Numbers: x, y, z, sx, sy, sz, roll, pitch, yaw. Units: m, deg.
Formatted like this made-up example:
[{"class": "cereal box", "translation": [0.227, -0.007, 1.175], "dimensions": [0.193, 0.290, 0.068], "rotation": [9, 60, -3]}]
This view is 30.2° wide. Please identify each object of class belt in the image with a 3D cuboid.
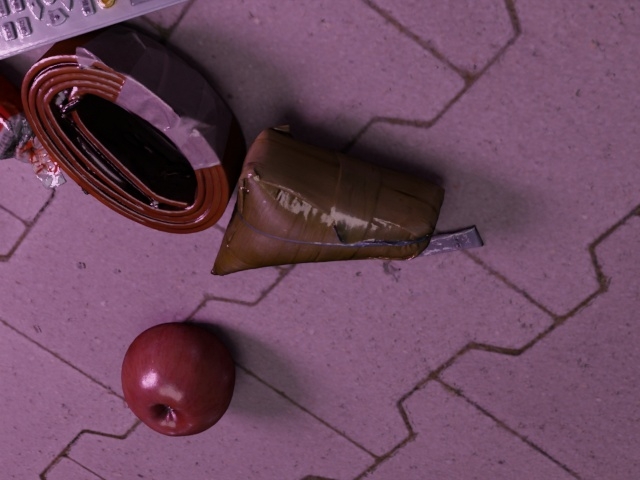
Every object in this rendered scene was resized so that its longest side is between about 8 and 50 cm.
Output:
[{"class": "belt", "translation": [-0.201, -0.124, 1.326], "dimensions": [0.184, 0.105, 0.261], "rotation": [-30, 112, 33]}]

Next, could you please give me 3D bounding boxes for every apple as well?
[{"class": "apple", "translation": [-0.186, 0.185, 1.549], "dimensions": [0.153, 0.120, 0.153], "rotation": [7, 129, 9]}]

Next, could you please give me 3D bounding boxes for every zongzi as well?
[{"class": "zongzi", "translation": [0.000, 0.000, 1.367], "dimensions": [0.228, 0.115, 0.256], "rotation": [18, 137, -6]}]

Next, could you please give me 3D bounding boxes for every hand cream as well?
[{"class": "hand cream", "translation": [0.141, 0.005, 1.384], "dimensions": [0.093, 0.019, 0.030], "rotation": [-10, 125, 20]}]

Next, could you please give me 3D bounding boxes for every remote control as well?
[{"class": "remote control", "translation": [-0.267, -0.269, 1.264], "dimensions": [0.293, 0.051, 0.103], "rotation": [-12, 99, 23]}]

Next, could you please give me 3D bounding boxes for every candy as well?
[{"class": "candy", "translation": [-0.399, -0.167, 1.358], "dimensions": [0.292, 0.059, 0.086], "rotation": [42, 130, 2]}]
